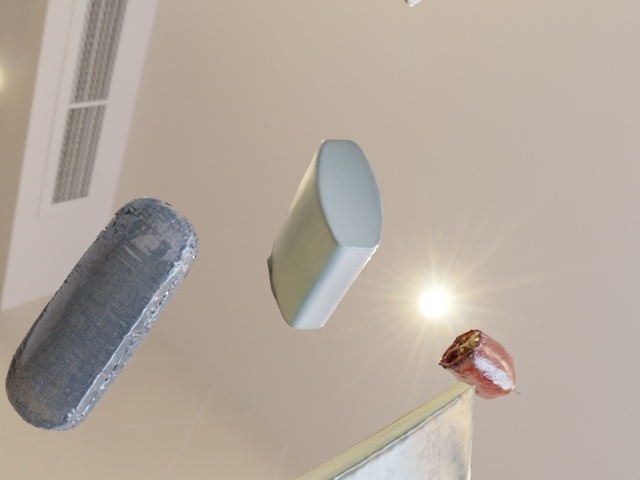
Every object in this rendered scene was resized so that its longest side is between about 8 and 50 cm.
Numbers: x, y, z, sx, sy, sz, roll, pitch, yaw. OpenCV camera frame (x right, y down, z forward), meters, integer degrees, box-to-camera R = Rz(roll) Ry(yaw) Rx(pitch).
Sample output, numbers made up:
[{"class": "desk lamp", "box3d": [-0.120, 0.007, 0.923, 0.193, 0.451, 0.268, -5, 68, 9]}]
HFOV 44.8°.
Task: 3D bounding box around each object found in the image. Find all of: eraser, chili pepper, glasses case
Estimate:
[{"class": "eraser", "box3d": [0.000, 0.000, 1.208, 0.290, 0.104, 0.189, 120, -30, -56]}, {"class": "chili pepper", "box3d": [0.266, 0.207, 1.225, 0.086, 0.192, 0.084, -2, -121, 48]}, {"class": "glasses case", "box3d": [-0.241, 0.080, 0.855, 0.109, 0.067, 0.282, 33, -92, 21]}]

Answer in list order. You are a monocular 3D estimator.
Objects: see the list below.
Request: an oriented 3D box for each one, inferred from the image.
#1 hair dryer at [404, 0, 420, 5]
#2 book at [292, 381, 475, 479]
[{"class": "hair dryer", "box3d": [0.070, -0.393, 1.050, 0.131, 0.236, 0.073, 46, -63, 12]}, {"class": "book", "box3d": [-0.001, 0.294, 0.612, 0.031, 0.379, 0.264, 17, -62, 44]}]
